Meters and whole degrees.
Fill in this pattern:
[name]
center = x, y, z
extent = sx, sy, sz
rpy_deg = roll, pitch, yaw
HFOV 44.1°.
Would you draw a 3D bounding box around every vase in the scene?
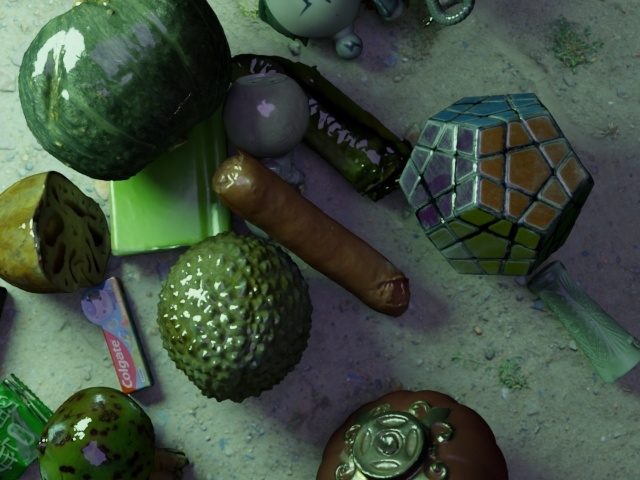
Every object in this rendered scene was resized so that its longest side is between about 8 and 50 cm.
[vase]
center = 0.463, 0.137, 1.392
extent = 0.096, 0.096, 0.219
rpy_deg = -40, 84, -10

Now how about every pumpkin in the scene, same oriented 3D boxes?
[pumpkin]
center = -0.290, -0.246, 1.197
extent = 0.327, 0.291, 0.257
rpy_deg = -39, 105, -1

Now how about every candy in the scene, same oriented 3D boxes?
[candy]
center = -0.523, 0.334, 1.275
extent = 0.141, 0.078, 0.203
rpy_deg = 47, 58, -8

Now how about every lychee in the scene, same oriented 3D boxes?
[lychee]
center = -0.132, 0.120, 1.250
extent = 0.255, 0.274, 0.255
rpy_deg = -4, 113, -10

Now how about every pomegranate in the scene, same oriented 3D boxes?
[pomegranate]
center = -0.325, 0.340, 1.251
extent = 0.247, 0.202, 0.202
rpy_deg = 21, 79, -33

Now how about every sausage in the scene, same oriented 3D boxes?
[sausage]
center = 0.000, 0.000, 1.287
extent = 0.419, 0.094, 0.094
rpy_deg = 36, 122, -27

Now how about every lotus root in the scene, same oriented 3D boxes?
[lotus root]
center = -0.464, 0.009, 1.277
extent = 0.179, 0.188, 0.199
rpy_deg = -12, 53, 15

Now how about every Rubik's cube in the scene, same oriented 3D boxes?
[Rubik's cube]
center = 0.293, -0.094, 1.316
extent = 0.318, 0.319, 0.264
rpy_deg = -14, 113, -7

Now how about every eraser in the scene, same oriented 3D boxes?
[eraser]
center = -0.258, -0.113, 1.360
extent = 0.210, 0.092, 0.274
rpy_deg = -6, 81, -6

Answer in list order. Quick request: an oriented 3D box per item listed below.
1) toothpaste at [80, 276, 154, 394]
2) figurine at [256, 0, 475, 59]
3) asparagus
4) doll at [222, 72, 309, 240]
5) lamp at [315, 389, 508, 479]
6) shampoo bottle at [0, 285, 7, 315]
[toothpaste]
center = -0.345, 0.164, 1.333
extent = 0.070, 0.044, 0.194
rpy_deg = -19, 84, -6
[figurine]
center = 0.061, -0.463, 1.398
extent = 0.381, 0.186, 0.261
rpy_deg = -9, 77, -2
[asparagus]
center = 0.001, -0.219, 1.390
extent = 0.382, 0.108, 0.128
rpy_deg = 40, 86, 2
[doll]
center = -0.085, -0.129, 1.318
extent = 0.150, 0.151, 0.287
rpy_deg = -5, 116, -6
[lamp]
center = 0.141, 0.379, 1.229
extent = 0.303, 0.257, 0.303
rpy_deg = -14, 43, 13
[shampoo bottle]
center = -0.588, 0.186, 1.288
extent = 0.080, 0.079, 0.246
rpy_deg = 13, 81, -2
